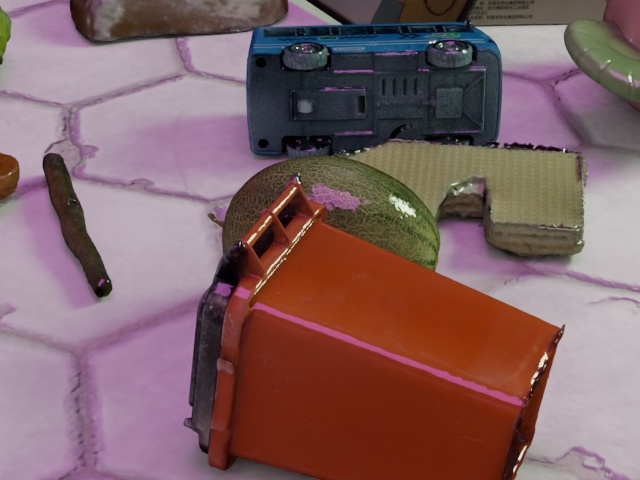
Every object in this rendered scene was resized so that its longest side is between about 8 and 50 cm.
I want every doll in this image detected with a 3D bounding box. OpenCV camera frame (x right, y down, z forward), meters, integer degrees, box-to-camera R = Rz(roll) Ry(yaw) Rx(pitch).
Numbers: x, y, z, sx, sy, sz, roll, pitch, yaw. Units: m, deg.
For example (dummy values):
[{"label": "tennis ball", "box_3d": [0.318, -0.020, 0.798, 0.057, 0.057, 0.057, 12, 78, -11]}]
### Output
[{"label": "doll", "box_3d": [0.377, -0.227, 1.508, 0.284, 0.216, 0.268, -2, 38, -9]}]

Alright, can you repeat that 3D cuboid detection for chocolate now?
[{"label": "chocolate", "box_3d": [-0.167, -0.304, 1.746, 0.254, 0.080, 0.157, -8, 32, -14]}]

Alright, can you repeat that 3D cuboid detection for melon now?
[{"label": "melon", "box_3d": [0.000, 0.000, 1.196, 0.192, 0.139, 0.139, 9, 32, 12]}]

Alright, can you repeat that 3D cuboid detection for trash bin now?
[{"label": "trash bin", "box_3d": [0.039, 0.080, 1.037, 0.238, 0.184, 0.161, 17, 35, 15]}]

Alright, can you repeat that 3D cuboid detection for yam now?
[{"label": "yam", "box_3d": [-0.219, -0.019, 1.326, 0.027, 0.029, 0.234, 18, 22, -30]}]

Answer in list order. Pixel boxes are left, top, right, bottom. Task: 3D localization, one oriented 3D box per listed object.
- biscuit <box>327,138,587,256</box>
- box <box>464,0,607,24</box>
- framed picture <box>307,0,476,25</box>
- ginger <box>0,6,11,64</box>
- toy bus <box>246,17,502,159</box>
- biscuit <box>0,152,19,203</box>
[{"label": "biscuit", "box_3d": [0.116, -0.040, 1.352, 0.250, 0.046, 0.147, 4, 33, 4]}, {"label": "box", "box_3d": [0.304, -0.332, 1.823, 0.353, 0.069, 0.214, -3, 32, -3]}, {"label": "framed picture", "box_3d": [0.087, -0.348, 1.691, 0.013, 0.244, 0.324, 16, 17, -44]}, {"label": "ginger", "box_3d": [-0.466, -0.202, 1.575, 0.290, 0.089, 0.137, -16, 53, -18]}, {"label": "toy bus", "box_3d": [0.050, -0.152, 1.472, 0.246, 0.113, 0.134, -2, 26, -2]}, {"label": "biscuit", "box_3d": [-0.375, -0.043, 1.346, 0.205, 0.049, 0.324, -2, 32, -6]}]
